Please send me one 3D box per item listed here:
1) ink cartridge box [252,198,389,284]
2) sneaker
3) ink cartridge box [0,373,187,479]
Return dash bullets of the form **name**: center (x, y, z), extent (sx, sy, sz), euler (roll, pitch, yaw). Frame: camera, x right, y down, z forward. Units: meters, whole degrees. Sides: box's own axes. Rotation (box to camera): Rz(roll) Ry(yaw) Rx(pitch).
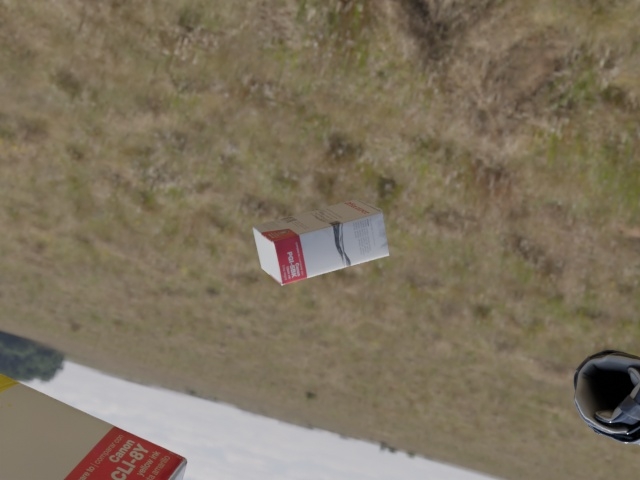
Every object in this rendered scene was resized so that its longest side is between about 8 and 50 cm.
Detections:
- **ink cartridge box**: center (0.000, 0.000, 1.115), extent (0.135, 0.056, 0.099), euler (-15, -165, -14)
- **sneaker**: center (0.343, 0.191, 0.923), extent (0.226, 0.086, 0.163), euler (39, -174, 30)
- **ink cartridge box**: center (-0.375, 0.305, 1.057), extent (0.384, 0.279, 0.160), euler (22, -154, 8)
